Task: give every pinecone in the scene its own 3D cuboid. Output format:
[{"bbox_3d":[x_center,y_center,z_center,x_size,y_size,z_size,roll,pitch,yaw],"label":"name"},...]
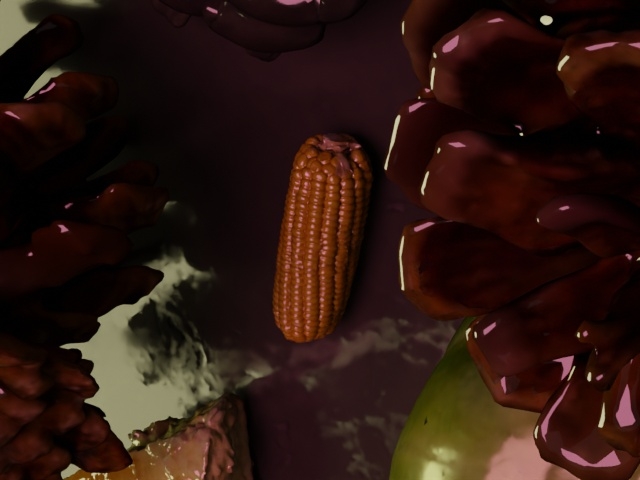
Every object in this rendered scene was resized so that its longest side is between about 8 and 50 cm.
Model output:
[{"bbox_3d":[-0.178,-0.002,0.827,0.264,0.264,0.264,12,111,34],"label":"pinecone"},{"bbox_3d":[0.137,-0.041,0.551,0.246,0.292,0.246,14,127,19],"label":"pinecone"}]

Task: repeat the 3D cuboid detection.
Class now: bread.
[{"bbox_3d":[-0.088,0.139,0.917,0.136,0.054,0.154,9,106,37],"label":"bread"}]

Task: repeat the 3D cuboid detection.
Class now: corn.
[{"bbox_3d":[0.000,0.000,0.818,0.037,0.037,0.092,26,120,28],"label":"corn"}]

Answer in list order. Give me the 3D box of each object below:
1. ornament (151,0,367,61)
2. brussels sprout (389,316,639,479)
[{"bbox_3d":[-0.052,-0.180,0.770,0.251,0.106,0.260,52,132,15],"label":"ornament"},{"bbox_3d":[0.100,0.092,0.718,0.145,0.131,0.183,16,117,9],"label":"brussels sprout"}]
